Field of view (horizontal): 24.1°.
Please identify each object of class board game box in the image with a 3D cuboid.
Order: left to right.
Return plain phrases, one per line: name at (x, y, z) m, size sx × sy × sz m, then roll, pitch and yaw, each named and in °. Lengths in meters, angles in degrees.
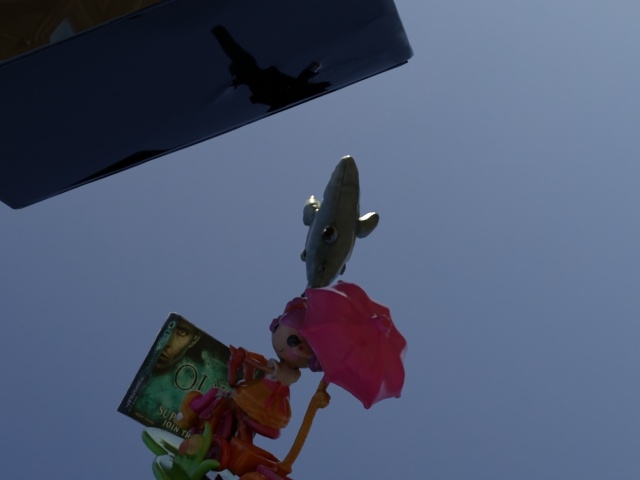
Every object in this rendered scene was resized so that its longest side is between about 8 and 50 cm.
board game box at (-0.134, 0.176, 1.699) m, size 0.186 × 0.026 × 0.126 m, roll 38°, pitch -106°, yaw -42°

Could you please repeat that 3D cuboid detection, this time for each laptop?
laptop at (-0.167, -0.235, 1.140) m, size 0.236 × 0.382 × 0.408 m, roll -92°, pitch -19°, yaw -72°

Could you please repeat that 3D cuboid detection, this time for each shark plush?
shark plush at (0.000, 0.000, 1.398) m, size 0.073 × 0.067 × 0.161 m, roll 26°, pitch -118°, yaw 8°

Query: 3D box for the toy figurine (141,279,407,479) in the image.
toy figurine at (-0.017, 0.095, 0.918) m, size 0.130 × 0.159 × 0.173 m, roll 31°, pitch -178°, yaw -38°
